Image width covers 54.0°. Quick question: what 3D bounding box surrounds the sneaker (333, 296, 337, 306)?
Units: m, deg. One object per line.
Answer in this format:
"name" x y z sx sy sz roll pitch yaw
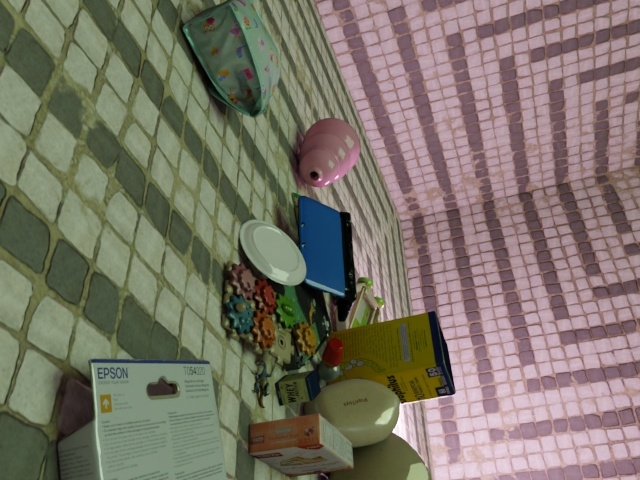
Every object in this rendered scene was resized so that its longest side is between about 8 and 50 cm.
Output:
"sneaker" 0.076 0.217 2.218 0.119 0.047 0.057 60 11 -53

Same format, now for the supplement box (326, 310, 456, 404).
"supplement box" 0.217 0.384 1.959 0.195 0.356 0.194 -90 161 -44

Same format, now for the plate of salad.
"plate of salad" -0.119 0.033 1.525 0.200 0.048 0.200 33 31 -23

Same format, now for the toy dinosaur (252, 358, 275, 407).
"toy dinosaur" -0.132 0.305 1.382 0.082 0.047 0.090 -95 -161 -62

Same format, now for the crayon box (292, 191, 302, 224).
"crayon box" 0.000 0.000 2.035 0.202 0.081 0.319 11 66 -74

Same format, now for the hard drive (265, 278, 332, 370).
"hard drive" -0.055 0.185 1.691 0.339 0.064 0.237 -36 112 -75

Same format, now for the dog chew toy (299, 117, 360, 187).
"dog chew toy" 0.018 -0.289 2.156 0.332 0.206 0.207 -63 138 -56

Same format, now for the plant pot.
"plant pot" 0.126 0.660 1.631 0.191 0.284 0.284 -16 93 -48

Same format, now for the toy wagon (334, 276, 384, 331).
"toy wagon" 0.154 0.308 2.212 0.344 0.068 0.267 57 43 -41

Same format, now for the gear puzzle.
"gear puzzle" -0.096 0.184 1.415 0.339 0.044 0.176 41 38 -44

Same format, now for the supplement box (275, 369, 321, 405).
"supplement box" -0.053 0.352 1.507 0.083 0.083 0.056 -7 84 -76

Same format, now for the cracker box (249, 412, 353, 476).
"cracker box" -0.036 0.444 1.347 0.232 0.155 0.067 57 25 -52

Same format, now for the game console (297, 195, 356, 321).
"game console" 0.006 0.057 1.822 0.250 0.173 0.293 106 -15 -57

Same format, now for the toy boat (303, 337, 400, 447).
"toy boat" 0.068 0.422 1.699 0.318 0.267 0.148 -113 -152 -46

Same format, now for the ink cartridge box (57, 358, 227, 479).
"ink cartridge box" -0.230 0.336 0.881 0.324 0.071 0.330 33 42 -69

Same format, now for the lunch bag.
"lunch bag" -0.196 -0.445 1.531 0.223 0.160 0.262 -80 147 -59
